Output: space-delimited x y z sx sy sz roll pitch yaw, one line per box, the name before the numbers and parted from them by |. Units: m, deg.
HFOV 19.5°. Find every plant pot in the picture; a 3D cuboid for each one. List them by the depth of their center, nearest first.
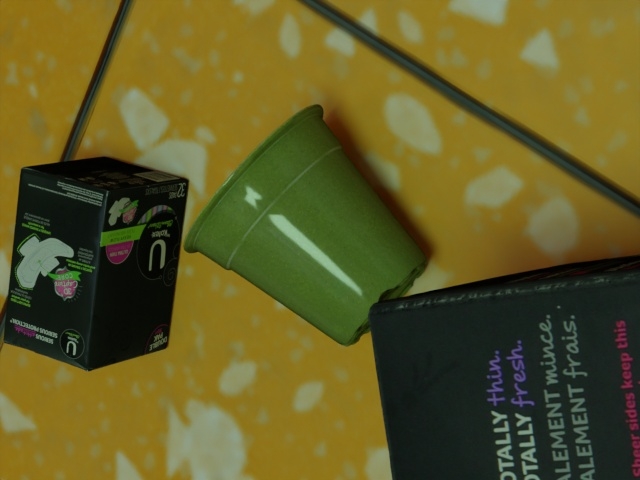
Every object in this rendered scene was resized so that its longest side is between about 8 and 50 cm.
plant pot | 0.000 0.000 0.775 0.079 0.083 0.083 43 118 9

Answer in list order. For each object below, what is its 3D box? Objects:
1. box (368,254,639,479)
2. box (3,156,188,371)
box | 0.173 0.079 0.622 0.270 0.143 0.165 -7 90 35
box | -0.102 0.009 0.848 0.052 0.062 0.083 16 105 30
